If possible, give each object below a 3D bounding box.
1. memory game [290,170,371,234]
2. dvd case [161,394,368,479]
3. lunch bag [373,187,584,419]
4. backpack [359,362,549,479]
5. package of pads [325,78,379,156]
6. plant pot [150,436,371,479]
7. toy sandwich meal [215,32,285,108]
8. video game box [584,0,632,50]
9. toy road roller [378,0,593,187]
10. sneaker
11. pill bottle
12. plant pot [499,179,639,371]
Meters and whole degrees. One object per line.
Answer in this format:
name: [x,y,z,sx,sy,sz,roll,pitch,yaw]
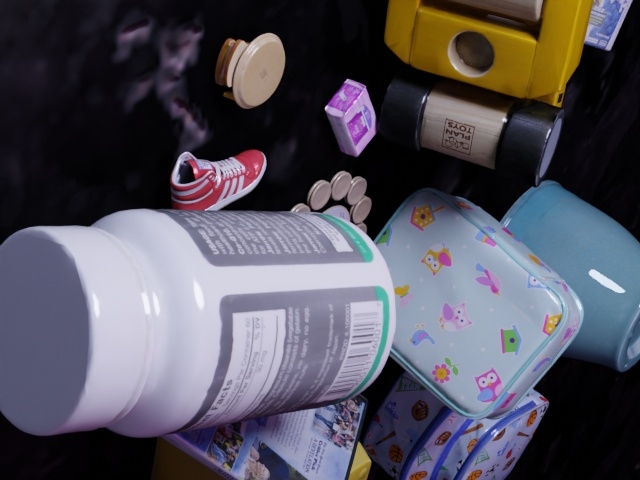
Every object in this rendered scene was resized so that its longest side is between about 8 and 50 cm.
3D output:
memory game: [0.000,0.000,1.356,0.186,0.012,0.186,-36,143,-34]
dvd case: [-0.058,0.188,1.217,0.253,0.022,0.180,39,48,-25]
lunch bag: [0.173,0.082,1.430,0.224,0.279,0.108,-55,152,15]
backpack: [0.200,0.279,1.730,0.263,0.213,0.276,-7,126,-39]
package of pads: [0.036,-0.137,1.266,0.050,0.032,0.083,-54,151,-17]
plant pot: [-0.064,0.293,1.347,0.212,0.187,0.212,-22,133,-47]
toy sandwich meal: [-0.068,-0.167,1.088,0.085,0.029,0.085,-43,148,-35]
video game box: [0.397,-0.371,1.587,0.205,0.048,0.187,-4,118,-55]
toy road roller: [0.205,-0.244,1.275,0.240,0.202,0.329,-50,153,-47]
sneaker: [-0.101,-0.069,1.109,0.118,0.042,0.067,-40,148,-27]
pill bottle: [-0.114,0.072,1.037,0.361,0.204,0.204,0,116,-48]
plant pot: [0.424,0.078,1.824,0.271,0.255,0.271,-37,145,-33]
